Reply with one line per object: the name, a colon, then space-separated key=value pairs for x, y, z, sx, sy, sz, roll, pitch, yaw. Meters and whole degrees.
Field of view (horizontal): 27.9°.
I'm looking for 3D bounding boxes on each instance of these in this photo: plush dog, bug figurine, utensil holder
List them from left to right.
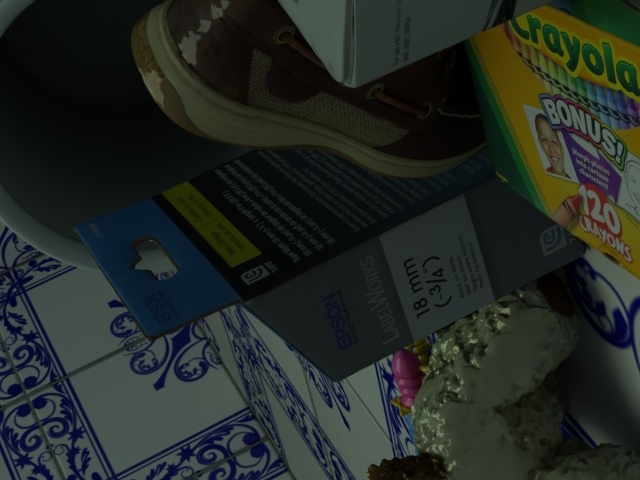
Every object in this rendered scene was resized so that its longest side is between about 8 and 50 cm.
utensil holder: x=-0.200 y=-0.200 z=1.342 sx=0.385 sy=0.327 sz=0.328 roll=-109 pitch=1 yaw=-59
bug figurine: x=0.150 y=0.226 z=1.459 sx=0.279 sy=0.072 sz=0.216 roll=42 pitch=154 yaw=60
plush dog: x=0.151 y=0.150 z=1.112 sx=0.262 sy=0.210 sz=0.225 roll=64 pitch=-169 yaw=-3

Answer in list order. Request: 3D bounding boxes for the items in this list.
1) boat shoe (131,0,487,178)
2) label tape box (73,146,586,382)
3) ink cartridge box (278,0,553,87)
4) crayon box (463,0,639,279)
boat shoe: x=0.041 y=-0.126 z=0.837 sx=0.123 sy=0.342 sz=0.123 roll=-40 pitch=62 yaw=34
label tape box: x=0.000 y=0.000 z=1.022 sx=0.240 sy=0.333 sz=0.106 roll=41 pitch=154 yaw=60
ink cartridge box: x=0.067 y=-0.190 z=0.668 sx=0.153 sy=0.208 sz=0.087 roll=56 pitch=164 yaw=29
crayon box: x=0.185 y=-0.069 z=0.724 sx=0.278 sy=0.081 sz=0.165 roll=45 pitch=157 yaw=56
